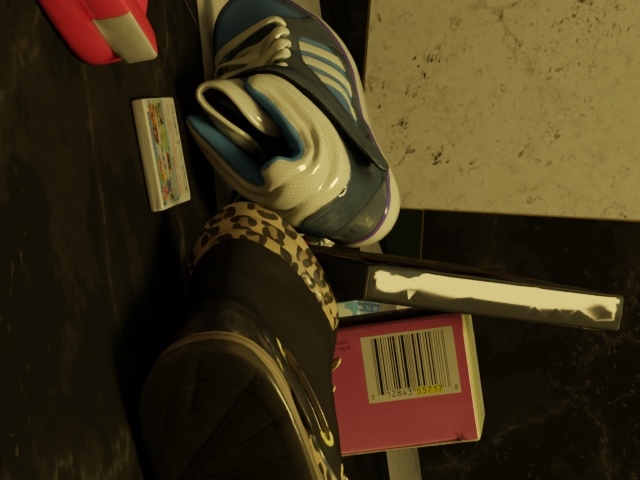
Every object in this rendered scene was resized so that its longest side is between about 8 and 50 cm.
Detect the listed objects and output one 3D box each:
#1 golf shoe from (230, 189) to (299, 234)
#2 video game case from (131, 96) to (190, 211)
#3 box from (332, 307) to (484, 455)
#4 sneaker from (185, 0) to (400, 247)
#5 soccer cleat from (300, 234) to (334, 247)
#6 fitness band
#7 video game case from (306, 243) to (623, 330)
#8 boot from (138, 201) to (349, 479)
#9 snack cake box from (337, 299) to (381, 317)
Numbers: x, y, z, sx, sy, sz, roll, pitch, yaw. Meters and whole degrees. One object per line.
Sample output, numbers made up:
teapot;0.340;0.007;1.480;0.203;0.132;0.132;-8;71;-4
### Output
golf shoe;-0.049;-0.038;1.705;0.198;0.077;0.094;-94;171;-47
video game case;-0.126;-0.070;1.365;0.122;0.011;0.087;-44;125;-82
box;0.042;0.131;1.624;0.243;0.214;0.117;2;81;-83
sneaker;-0.053;-0.146;1.606;0.236;0.130;0.322;29;30;-59
soccer cleat;0.000;0.000;1.674;0.083;0.036;0.029;-73;153;-55
fitness band;-0.163;-0.237;1.138;0.291;0.054;0.209;67;12;-68
video game case;0.086;0.037;1.530;0.248;0.275;0.035;11;-87;58
boot;-0.033;0.176;1.307;0.284;0.138;0.377;-87;161;-62
snack cake box;0.028;0.153;2.033;0.264;0.089;0.152;18;62;-82
